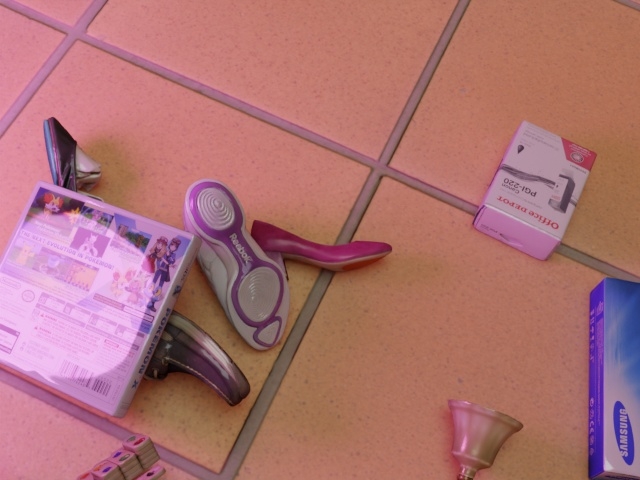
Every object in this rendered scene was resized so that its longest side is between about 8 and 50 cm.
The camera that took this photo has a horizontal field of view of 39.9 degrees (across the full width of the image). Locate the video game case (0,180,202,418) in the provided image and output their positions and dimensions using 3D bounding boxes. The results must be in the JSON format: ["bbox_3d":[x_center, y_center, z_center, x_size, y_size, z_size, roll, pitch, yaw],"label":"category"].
[{"bbox_3d":[-0.384,0.083,1.401,0.329,0.036,0.300,18,79,24],"label":"video game case"}]

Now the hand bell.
[{"bbox_3d":[0.225,0.387,1.395,0.126,0.126,0.242,21,75,4],"label":"hand bell"}]

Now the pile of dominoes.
[{"bbox_3d":[-0.353,0.364,1.260,0.251,0.196,0.040,-32,103,-31],"label":"pile of dominoes"}]

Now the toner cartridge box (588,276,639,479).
[{"bbox_3d":[0.551,0.243,1.506,0.165,0.075,0.347,9,63,-1],"label":"toner cartridge box"}]

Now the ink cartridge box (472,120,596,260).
[{"bbox_3d":[0.400,-0.094,1.648,0.159,0.092,0.218,26,65,7],"label":"ink cartridge box"}]

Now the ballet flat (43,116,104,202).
[{"bbox_3d":[-0.433,-0.085,1.554,0.096,0.095,0.280,-3,74,-19],"label":"ballet flat"}]

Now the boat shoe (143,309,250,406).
[{"bbox_3d":[-0.268,0.169,1.432,0.355,0.132,0.130,34,78,21],"label":"boat shoe"}]

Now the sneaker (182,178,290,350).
[{"bbox_3d":[-0.146,0.042,1.510,0.114,0.152,0.305,-24,92,-21],"label":"sneaker"}]

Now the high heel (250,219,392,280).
[{"bbox_3d":[0.000,0.000,1.561,0.244,0.082,0.117,-11,75,2],"label":"high heel"}]
